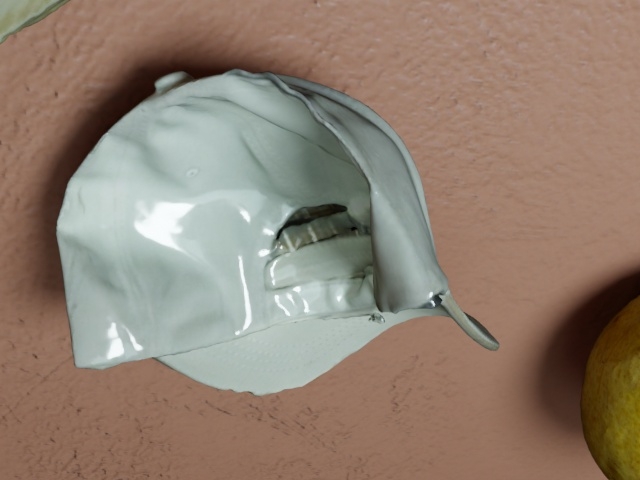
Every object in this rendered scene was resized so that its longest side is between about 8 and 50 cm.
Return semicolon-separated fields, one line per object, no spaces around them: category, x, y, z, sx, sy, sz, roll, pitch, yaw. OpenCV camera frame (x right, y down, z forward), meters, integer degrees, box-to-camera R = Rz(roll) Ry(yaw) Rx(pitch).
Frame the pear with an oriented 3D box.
pear;0.308;0.120;0.712;0.209;0.209;0.208;-4;129;-5

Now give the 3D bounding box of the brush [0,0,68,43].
brush;-0.211;-0.131;0.528;0.282;0.048;0.054;-31;130;7

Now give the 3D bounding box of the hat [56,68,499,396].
hat;-0.002;0.005;0.623;0.258;0.168;0.301;-12;158;30
